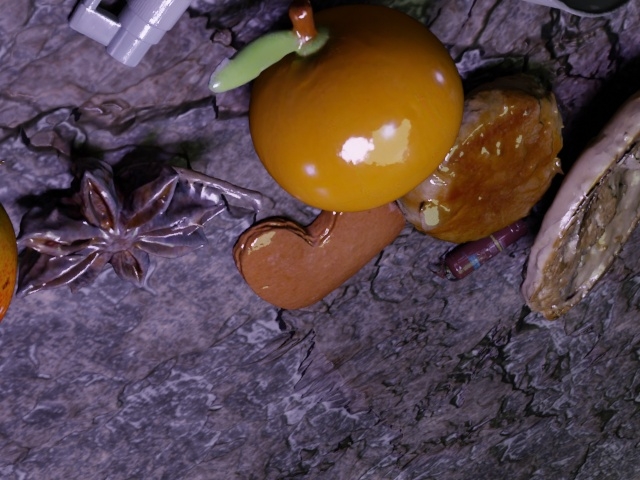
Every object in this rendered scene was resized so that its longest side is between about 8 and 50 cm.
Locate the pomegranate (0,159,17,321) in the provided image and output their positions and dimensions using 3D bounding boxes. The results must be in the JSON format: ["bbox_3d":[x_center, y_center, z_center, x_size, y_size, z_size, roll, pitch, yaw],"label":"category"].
[{"bbox_3d":[-0.358,0.007,1.308,0.221,0.221,0.256,3,123,-45],"label":"pomegranate"}]

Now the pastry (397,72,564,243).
[{"bbox_3d":[0.187,-0.091,1.791,0.218,0.100,0.229,-45,142,5],"label":"pastry"}]

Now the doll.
[{"bbox_3d":[0.021,-0.145,1.489,0.213,0.213,0.236,-37,134,1],"label":"doll"}]

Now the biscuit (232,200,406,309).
[{"bbox_3d":[0.000,0.000,1.792,0.192,0.036,0.186,-40,146,3],"label":"biscuit"}]

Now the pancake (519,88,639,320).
[{"bbox_3d":[0.370,-0.066,1.949,0.387,0.082,0.387,-43,157,-24],"label":"pancake"}]

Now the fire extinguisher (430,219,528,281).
[{"bbox_3d":[0.201,0.012,1.995,0.132,0.039,0.056,-36,139,-2],"label":"fire extinguisher"}]

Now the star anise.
[{"bbox_3d":[-0.189,-0.021,1.542,0.262,0.081,0.230,-22,146,-2],"label":"star anise"}]

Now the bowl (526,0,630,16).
[{"bbox_3d":[0.142,-0.341,1.330,0.158,0.337,0.337,-9,166,37],"label":"bowl"}]

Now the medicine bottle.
[{"bbox_3d":[-0.126,-0.250,1.341,0.092,0.061,0.220,26,115,-28],"label":"medicine bottle"}]
